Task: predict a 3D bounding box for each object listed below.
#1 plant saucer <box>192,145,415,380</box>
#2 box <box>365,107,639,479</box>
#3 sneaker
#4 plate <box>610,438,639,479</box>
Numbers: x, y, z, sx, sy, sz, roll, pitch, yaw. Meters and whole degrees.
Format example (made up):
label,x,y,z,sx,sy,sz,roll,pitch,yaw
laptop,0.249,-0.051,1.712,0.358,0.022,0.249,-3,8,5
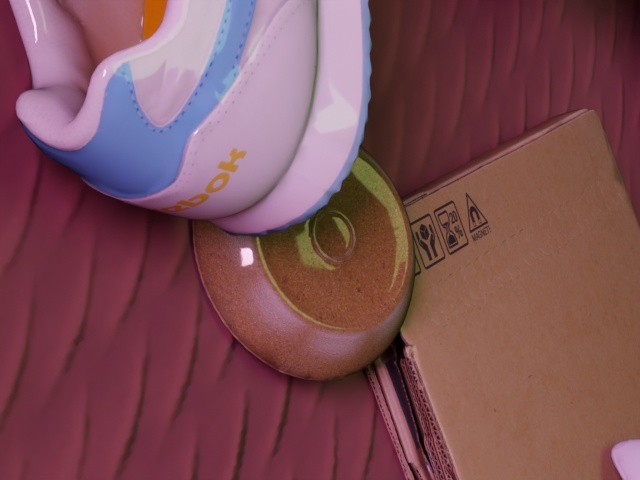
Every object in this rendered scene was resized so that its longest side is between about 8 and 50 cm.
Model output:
label,x,y,z,sx,sy,sz,roll,pitch,yaw
plant saucer,0.000,0.000,0.561,0.083,0.015,0.083,11,71,-35
box,0.083,0.048,0.678,0.201,0.021,0.164,-28,98,-57
sneaker,-0.043,-0.119,0.513,0.092,0.087,0.229,16,60,-50
plate,0.254,0.192,0.699,0.277,0.045,0.278,18,38,-49
